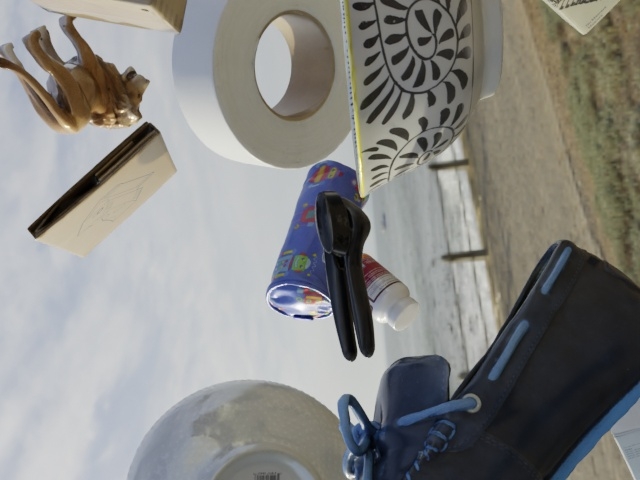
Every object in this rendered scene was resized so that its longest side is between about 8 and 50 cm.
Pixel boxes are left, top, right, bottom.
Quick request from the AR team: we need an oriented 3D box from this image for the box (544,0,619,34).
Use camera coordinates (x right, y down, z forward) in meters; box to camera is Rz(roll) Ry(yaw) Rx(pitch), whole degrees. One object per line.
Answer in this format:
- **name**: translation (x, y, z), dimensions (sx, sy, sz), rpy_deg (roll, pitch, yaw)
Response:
- **box**: translation (0.275, -0.360, 0.902), dimensions (0.275, 0.113, 0.094), rpy_deg (13, -143, -48)

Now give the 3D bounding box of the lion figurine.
- **lion figurine**: translation (-0.443, -0.267, 1.349), dimensions (0.392, 0.142, 0.240), rpy_deg (-76, -35, -62)

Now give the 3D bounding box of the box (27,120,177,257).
- **box**: translation (-0.237, -0.050, 0.854), dimensions (0.021, 0.164, 0.201), rpy_deg (46, 172, 0)

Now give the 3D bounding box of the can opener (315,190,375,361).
- **can opener**: translation (0.025, 0.039, 0.824), dimensions (0.059, 0.073, 0.186), rpy_deg (-16, 80, 51)

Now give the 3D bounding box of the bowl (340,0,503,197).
- **bowl**: translation (0.052, -0.112, 0.408), dimensions (0.170, 0.080, 0.170), rpy_deg (-6, -90, -88)

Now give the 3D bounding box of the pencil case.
- **pencil case**: translation (0.000, 0.000, 1.311), dimensions (0.133, 0.119, 0.306), rpy_deg (76, -156, -46)

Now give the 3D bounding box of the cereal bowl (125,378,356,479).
- **cereal bowl**: translation (-0.087, 0.350, 0.990), dimensions (0.141, 0.338, 0.339), rpy_deg (140, 127, -72)

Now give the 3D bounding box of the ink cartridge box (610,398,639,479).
- **ink cartridge box**: translation (0.537, 0.350, 1.221), dimensions (0.175, 0.072, 0.127), rpy_deg (63, -159, -7)

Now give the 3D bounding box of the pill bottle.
- **pill bottle**: translation (0.109, 0.097, 1.398), dimensions (0.152, 0.086, 0.086), rpy_deg (41, 156, 34)

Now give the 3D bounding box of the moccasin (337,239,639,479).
- **moccasin**: translation (0.076, 0.123, 0.465), dimensions (0.117, 0.342, 0.138), rpy_deg (49, 149, 12)

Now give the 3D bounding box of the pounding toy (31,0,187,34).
- **pounding toy**: translation (-0.208, -0.286, 0.617), dimensions (0.094, 0.206, 0.181), rpy_deg (1, -79, -84)

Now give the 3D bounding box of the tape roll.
- **tape roll**: translation (-0.064, -0.245, 1.056), dimensions (0.100, 0.286, 0.286), rpy_deg (15, 110, 46)
